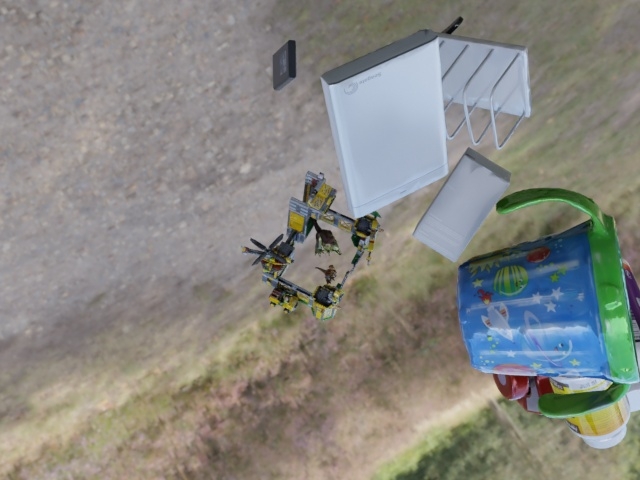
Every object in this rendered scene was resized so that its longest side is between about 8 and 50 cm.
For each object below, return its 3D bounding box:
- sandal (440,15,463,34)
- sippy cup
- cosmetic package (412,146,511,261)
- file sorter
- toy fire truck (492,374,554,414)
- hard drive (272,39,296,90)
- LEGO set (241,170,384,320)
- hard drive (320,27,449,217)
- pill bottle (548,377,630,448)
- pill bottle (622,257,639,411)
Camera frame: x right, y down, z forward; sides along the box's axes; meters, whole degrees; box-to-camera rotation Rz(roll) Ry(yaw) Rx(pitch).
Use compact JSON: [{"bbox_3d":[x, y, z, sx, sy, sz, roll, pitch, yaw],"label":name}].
[{"bbox_3d":[0.293,-0.480,2.141,0.179,0.040,0.067,-40,-165,27],"label":"sandal"},{"bbox_3d":[0.316,0.094,1.215,0.224,0.305,0.240,-9,166,19],"label":"sippy cup"},{"bbox_3d":[0.328,-0.084,2.011,0.238,0.127,0.107,-57,178,21],"label":"cosmetic package"},{"bbox_3d":[0.325,-0.345,2.015,0.173,0.277,0.193,-53,144,-29],"label":"file sorter"},{"bbox_3d":[0.397,0.194,1.753,0.169,0.302,0.254,-14,177,-11],"label":"toy fire truck"},{"bbox_3d":[-0.091,-0.434,2.149,0.022,0.094,0.135,0,177,-20],"label":"hard drive"},{"bbox_3d":[0.000,0.000,1.987,0.331,0.255,0.192,-50,165,-27],"label":"LEGO set"},{"bbox_3d":[0.138,-0.221,1.708,0.233,0.047,0.353,-26,138,-11],"label":"hard drive"},{"bbox_3d":[0.474,0.267,1.518,0.117,0.117,0.215,-31,122,-5],"label":"pill bottle"},{"bbox_3d":[0.632,0.201,1.878,0.181,0.323,0.181,-7,147,-5],"label":"pill bottle"}]
